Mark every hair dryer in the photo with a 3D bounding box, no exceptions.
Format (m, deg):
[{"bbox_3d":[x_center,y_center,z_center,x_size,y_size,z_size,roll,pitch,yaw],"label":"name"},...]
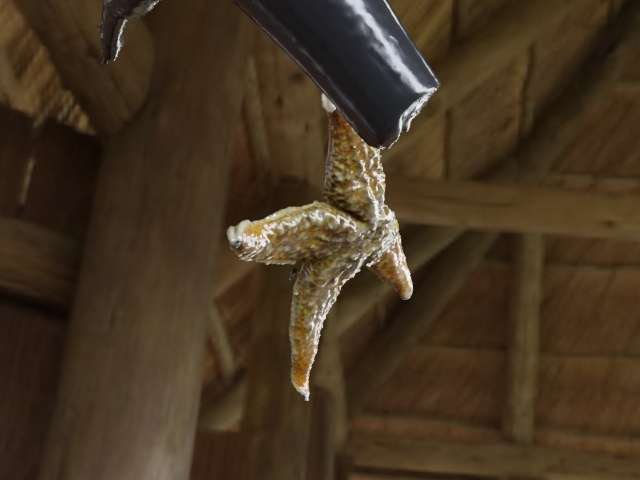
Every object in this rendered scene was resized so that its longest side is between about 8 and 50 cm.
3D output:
[{"bbox_3d":[-0.077,-0.154,0.809,0.304,0.120,0.359,52,-23,-1],"label":"hair dryer"}]

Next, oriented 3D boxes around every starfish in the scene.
[{"bbox_3d":[-0.003,0.000,0.958,0.050,0.138,0.247,36,-20,38],"label":"starfish"}]
